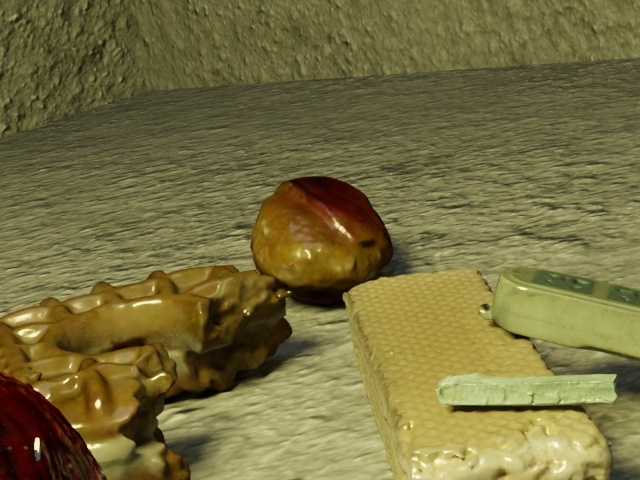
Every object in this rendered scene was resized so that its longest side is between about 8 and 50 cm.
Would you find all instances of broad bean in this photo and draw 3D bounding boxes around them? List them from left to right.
[{"bbox_3d":[0.001,0.003,1.464,0.156,0.122,0.228,14,19,-8],"label":"broad bean"}]

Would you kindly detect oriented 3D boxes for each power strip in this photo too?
[{"bbox_3d":[0.262,0.069,1.020,0.286,0.048,0.080,12,13,17],"label":"power strip"}]

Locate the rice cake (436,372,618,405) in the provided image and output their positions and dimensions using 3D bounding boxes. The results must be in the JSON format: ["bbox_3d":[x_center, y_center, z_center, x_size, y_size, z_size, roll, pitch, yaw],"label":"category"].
[{"bbox_3d":[0.138,0.099,0.896,0.121,0.022,0.022,-3,6,16],"label":"rice cake"}]

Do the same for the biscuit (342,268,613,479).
[{"bbox_3d":[0.108,0.113,1.052,0.144,0.079,0.426,-9,15,-2],"label":"biscuit"}]

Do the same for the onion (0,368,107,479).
[{"bbox_3d":[-0.217,0.174,0.795,0.207,0.216,0.206,-10,-11,13],"label":"onion"}]

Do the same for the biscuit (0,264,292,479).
[{"bbox_3d":[-0.190,0.120,1.158,0.268,0.115,0.366,-5,14,20],"label":"biscuit"}]
